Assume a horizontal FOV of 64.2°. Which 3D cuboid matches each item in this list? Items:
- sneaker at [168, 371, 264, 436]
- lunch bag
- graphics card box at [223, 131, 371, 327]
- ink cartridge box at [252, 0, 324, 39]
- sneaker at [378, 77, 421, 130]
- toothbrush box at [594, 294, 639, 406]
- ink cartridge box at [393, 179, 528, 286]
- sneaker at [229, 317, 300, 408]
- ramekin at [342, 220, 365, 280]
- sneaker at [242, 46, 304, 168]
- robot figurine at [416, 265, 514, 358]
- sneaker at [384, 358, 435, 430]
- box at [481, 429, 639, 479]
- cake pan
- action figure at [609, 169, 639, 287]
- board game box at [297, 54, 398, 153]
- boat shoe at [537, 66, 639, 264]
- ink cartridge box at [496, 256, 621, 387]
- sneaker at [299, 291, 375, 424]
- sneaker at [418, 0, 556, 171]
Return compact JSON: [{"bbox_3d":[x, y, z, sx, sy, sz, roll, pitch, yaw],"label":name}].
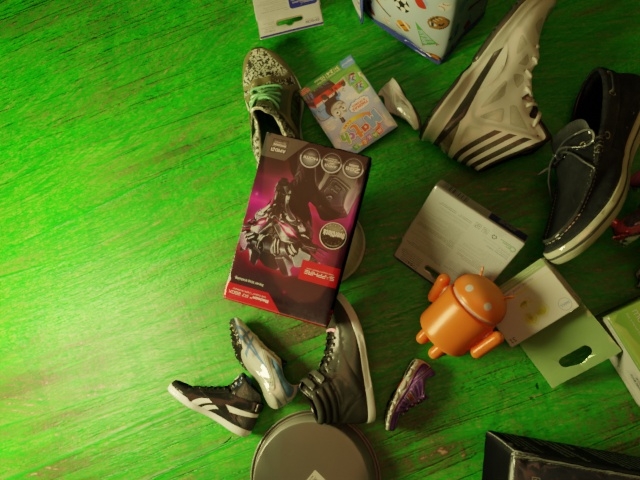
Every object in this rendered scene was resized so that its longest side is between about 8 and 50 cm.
[{"bbox_3d":[-0.230,0.345,1.176,0.217,0.079,0.121,28,80,5],"label":"sneaker"},{"bbox_3d":[0.196,-0.654,1.204,0.385,0.328,0.239,40,84,13],"label":"lunch bag"},{"bbox_3d":[-0.045,-0.023,1.089,0.233,0.094,0.370,16,89,7],"label":"graphics card box"},{"bbox_3d":[-0.103,-0.710,1.392,0.176,0.069,0.370,-12,74,5],"label":"ink cartridge box"},{"bbox_3d":[0.200,-0.331,1.277,0.061,0.054,0.152,-35,73,18],"label":"sneaker"},{"bbox_3d":[0.747,0.192,1.043,0.283,0.122,0.206,-25,76,1],"label":"toothbrush box"},{"bbox_3d":[0.302,0.013,1.138,0.223,0.224,0.045,37,40,13],"label":"ink cartridge box"},{"bbox_3d":[-0.135,0.274,1.180,0.086,0.085,0.237,-26,67,-30],"label":"sneaker"},{"bbox_3d":[0.000,0.000,1.197,0.207,0.109,0.207,-2,78,7],"label":"ramekin"},{"bbox_3d":[-0.117,-0.314,1.245,0.158,0.182,0.410,-15,76,5],"label":"sneaker"},{"bbox_3d":[0.301,0.158,1.087,0.128,0.158,0.219,28,118,-21],"label":"robot figurine"},{"bbox_3d":[0.195,0.345,1.117,0.071,0.068,0.169,31,83,8],"label":"sneaker"},{"bbox_3d":[0.528,0.631,0.886,0.472,0.297,0.479,7,78,11],"label":"box"},{"bbox_3d":[-0.016,0.524,1.113,0.294,0.054,0.293,-2,78,7],"label":"cake pan"},{"bbox_3d":[0.760,-0.051,1.030,0.371,0.276,0.247,-14,82,-9],"label":"action figure"},{"bbox_3d":[0.068,-0.324,1.266,0.160,0.039,0.211,-34,91,4],"label":"board game box"},{"bbox_3d":[0.568,-0.173,1.098,0.156,0.187,0.500,30,73,0],"label":"boat shoe"},{"bbox_3d":[0.475,0.177,1.074,0.171,0.056,0.235,-44,68,30],"label":"ink cartridge box"},{"bbox_3d":[0.020,0.264,1.121,0.147,0.104,0.295,-8,80,-16],"label":"sneaker"},{"bbox_3d":[0.462,-0.353,1.204,0.258,0.169,0.447,37,93,5],"label":"sneaker"}]
